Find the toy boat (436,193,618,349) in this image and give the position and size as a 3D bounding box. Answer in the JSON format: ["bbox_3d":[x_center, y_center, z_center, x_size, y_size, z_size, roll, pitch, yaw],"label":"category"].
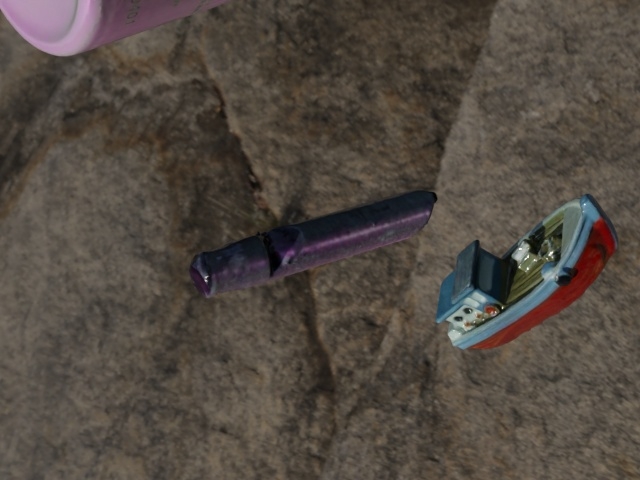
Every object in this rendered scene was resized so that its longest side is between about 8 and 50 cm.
[{"bbox_3d":[0.142,0.022,0.627,0.173,0.058,0.069,-44,22,47],"label":"toy boat"}]

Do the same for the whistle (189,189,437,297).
[{"bbox_3d":[0.000,0.000,0.561,0.033,0.176,0.033,37,135,48],"label":"whistle"}]

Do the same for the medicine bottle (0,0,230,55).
[{"bbox_3d":[-0.153,-0.296,0.819,0.178,0.178,0.290,11,33,42],"label":"medicine bottle"}]
